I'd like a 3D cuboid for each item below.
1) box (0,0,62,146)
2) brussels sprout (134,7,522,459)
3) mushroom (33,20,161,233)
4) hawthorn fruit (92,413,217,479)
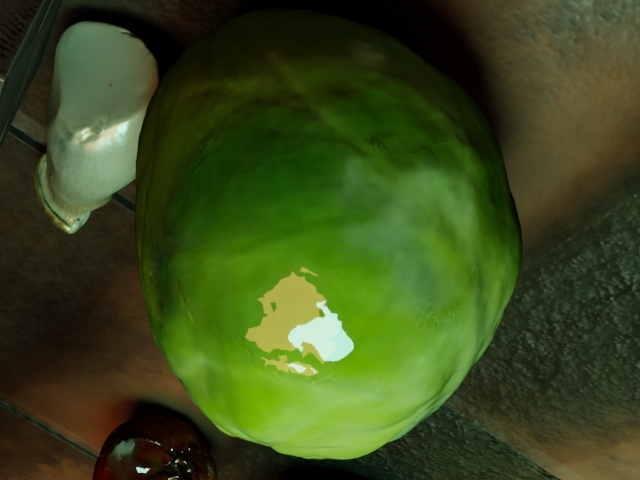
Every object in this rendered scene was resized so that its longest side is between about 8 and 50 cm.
[{"bbox_3d":[-0.252,-0.135,0.734,0.086,0.215,0.215,23,140,-14],"label":"box"},{"bbox_3d":[0.000,0.000,0.747,0.268,0.344,0.344,-12,139,-13],"label":"brussels sprout"},{"bbox_3d":[-0.188,-0.081,0.862,0.116,0.093,0.225,61,153,22],"label":"mushroom"},{"bbox_3d":[-0.206,0.284,1.227,0.148,0.148,0.172,37,144,-18],"label":"hawthorn fruit"}]
